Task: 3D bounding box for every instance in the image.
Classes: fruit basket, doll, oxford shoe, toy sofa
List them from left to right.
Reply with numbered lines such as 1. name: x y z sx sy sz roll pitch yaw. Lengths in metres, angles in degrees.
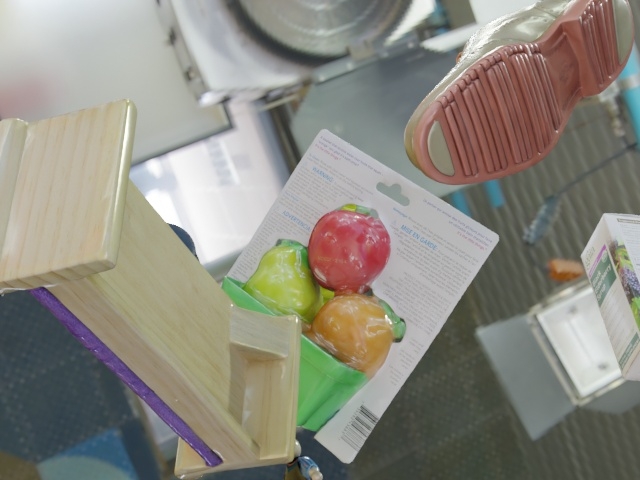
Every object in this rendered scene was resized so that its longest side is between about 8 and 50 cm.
1. toy sofa: -0.160 0.060 1.000 0.362 0.177 0.150 57 28 -51
2. doll: -0.016 0.361 1.692 0.189 0.046 0.129 62 -35 21
3. fruit basket: 0.025 0.069 1.634 0.327 0.353 0.165 33 -4 32
4. oxford shoe: 0.211 -0.177 1.418 0.146 0.397 0.140 7 -59 45

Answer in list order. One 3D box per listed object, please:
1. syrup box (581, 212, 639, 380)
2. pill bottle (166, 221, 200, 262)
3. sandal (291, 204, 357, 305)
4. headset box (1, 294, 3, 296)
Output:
1. syrup box: 0.450 0.077 1.705 0.237 0.096 0.093 -99 -160 -44
2. pill bottle: -0.245 0.064 1.829 0.123 0.122 0.219 58 -24 18
3. sandal: 0.000 0.000 1.916 0.138 0.126 0.317 -83 -169 -68
4. headset box: -0.524 -0.044 1.433 0.283 0.246 0.131 31 -77 15
